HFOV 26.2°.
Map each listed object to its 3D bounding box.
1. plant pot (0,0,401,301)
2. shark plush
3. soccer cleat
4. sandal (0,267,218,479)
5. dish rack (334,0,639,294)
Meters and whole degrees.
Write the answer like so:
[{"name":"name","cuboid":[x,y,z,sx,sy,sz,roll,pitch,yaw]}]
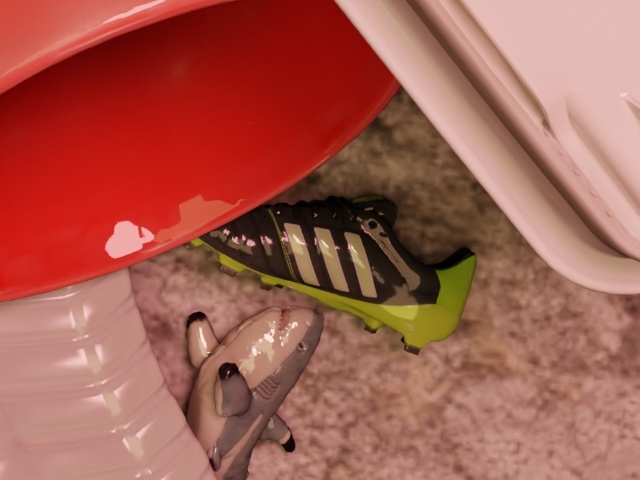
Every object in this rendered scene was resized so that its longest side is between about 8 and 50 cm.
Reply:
[{"name":"plant pot","cuboid":[-0.128,-0.135,0.625,0.275,0.275,0.243,-29,76,11]},{"name":"shark plush","cuboid":[-0.040,0.114,0.792,0.067,0.073,0.161,1,101,-24]},{"name":"soccer cleat","cuboid":[0.000,0.000,0.762,0.179,0.060,0.072,23,95,-7]},{"name":"sandal","cuboid":[-0.179,0.044,0.753,0.169,0.102,0.416,-19,89,-27]},{"name":"dish rack","cuboid":[0.153,-0.169,0.480,0.333,0.072,0.285,-42,106,-6]}]
